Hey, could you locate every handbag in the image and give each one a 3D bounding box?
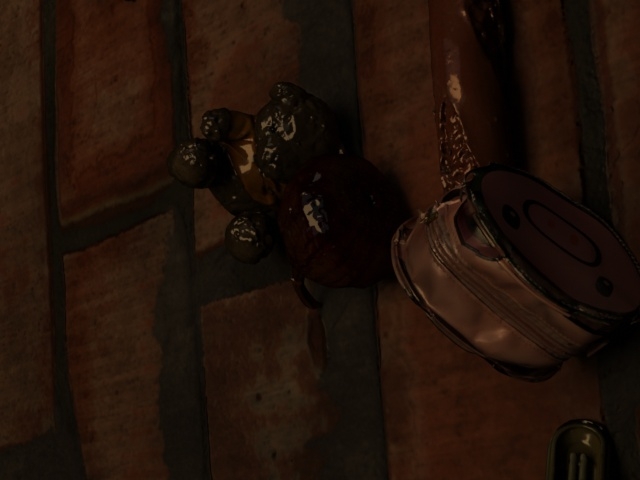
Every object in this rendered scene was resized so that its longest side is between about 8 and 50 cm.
[{"bbox_3d":[0.173,0.025,1.265,0.205,0.179,0.116,38,122,-2],"label":"handbag"}]

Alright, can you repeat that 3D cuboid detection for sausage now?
[{"bbox_3d":[0.147,-0.145,1.400,0.079,0.087,0.326,-7,77,15],"label":"sausage"}]

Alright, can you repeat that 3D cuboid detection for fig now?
[{"bbox_3d":[0.000,0.000,1.538,0.201,0.134,0.146,-43,44,50],"label":"fig"}]

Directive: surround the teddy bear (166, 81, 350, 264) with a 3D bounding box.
[{"bbox_3d":[-0.056,-0.091,1.623,0.190,0.140,0.177,-31,104,35],"label":"teddy bear"}]

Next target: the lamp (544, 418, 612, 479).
[{"bbox_3d":[0.300,0.181,1.169,0.283,0.124,0.203,-48,30,40],"label":"lamp"}]
